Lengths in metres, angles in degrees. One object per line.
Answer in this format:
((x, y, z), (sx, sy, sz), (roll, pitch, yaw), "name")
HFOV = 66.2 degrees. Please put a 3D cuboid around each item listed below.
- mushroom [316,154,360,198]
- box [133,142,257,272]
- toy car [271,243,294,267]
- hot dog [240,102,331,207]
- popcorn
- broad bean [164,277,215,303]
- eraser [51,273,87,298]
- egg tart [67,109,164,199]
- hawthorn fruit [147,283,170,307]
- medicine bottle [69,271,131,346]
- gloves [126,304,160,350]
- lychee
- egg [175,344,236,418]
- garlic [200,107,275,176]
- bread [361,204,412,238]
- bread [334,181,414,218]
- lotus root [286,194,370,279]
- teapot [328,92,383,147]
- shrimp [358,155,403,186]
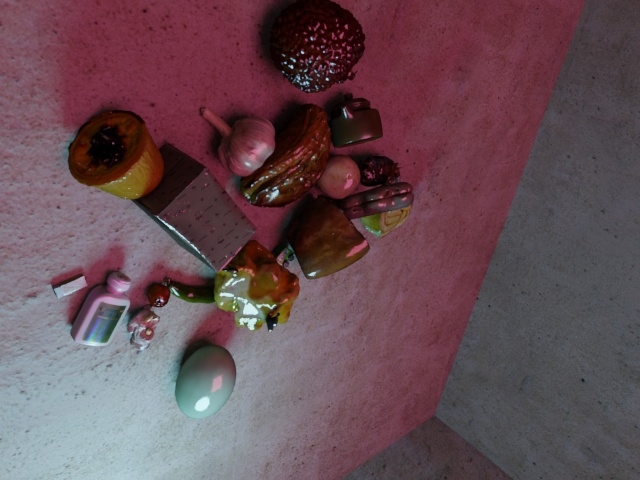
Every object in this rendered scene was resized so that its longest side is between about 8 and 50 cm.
((0.066, -0.235, 1.818), (0.127, 0.166, 0.166), (-58, 172, -78), "mushroom")
((-0.368, -0.090, 1.395), (0.190, 0.225, 0.297), (-50, 141, -12), "box")
((-0.173, 0.089, 1.844), (0.165, 0.071, 0.062), (-49, 125, -10), "toy car")
((-0.094, -0.260, 1.596), (0.387, 0.174, 0.267), (-51, 163, -6), "hot dog")
((-0.215, 0.151, 1.672), (0.281, 0.297, 0.316), (-66, 149, -69), "popcorn")
((-0.424, 0.180, 1.659), (0.254, 0.046, 0.065), (24, 84, -50), "broad bean")
((-0.695, 0.127, 1.362), (0.083, 0.019, 0.038), (-27, 134, -32), "eraser")
((-0.498, -0.201, 1.216), (0.215, 0.215, 0.171), (-49, 155, -10), "egg tart")
((-0.508, 0.175, 1.544), (0.077, 0.077, 0.077), (-26, 132, -33), "hawthorn fruit")
((-0.629, 0.200, 1.433), (0.115, 0.078, 0.219), (23, 98, -49), "medicine bottle")
((-0.561, 0.278, 1.545), (0.094, 0.110, 0.144), (17, 106, -7), "gloves")
((-0.002, -0.559, 1.426), (0.300, 0.264, 0.264), (29, 93, -31), "lychee")
((-0.413, 0.509, 1.768), (0.203, 0.203, 0.283), (9, 108, -49), "egg")
((-0.249, -0.314, 1.433), (0.226, 0.199, 0.199), (41, 83, -25), "garlic")
((0.291, -0.125, 2.145), (0.257, 0.124, 0.186), (-22, 136, -37), "bread")
((0.181, -0.143, 1.859), (0.183, 0.337, 0.102), (-9, 86, -62), "bread")
((0.000, 0.000, 1.848), (0.250, 0.316, 0.316), (-34, 138, -5), "lotus root")
((0.119, -0.429, 1.730), (0.267, 0.185, 0.175), (-30, 110, -72), "teapot")
((0.228, -0.269, 1.984), (0.372, 0.172, 0.137), (1, 87, -62), "shrimp")
